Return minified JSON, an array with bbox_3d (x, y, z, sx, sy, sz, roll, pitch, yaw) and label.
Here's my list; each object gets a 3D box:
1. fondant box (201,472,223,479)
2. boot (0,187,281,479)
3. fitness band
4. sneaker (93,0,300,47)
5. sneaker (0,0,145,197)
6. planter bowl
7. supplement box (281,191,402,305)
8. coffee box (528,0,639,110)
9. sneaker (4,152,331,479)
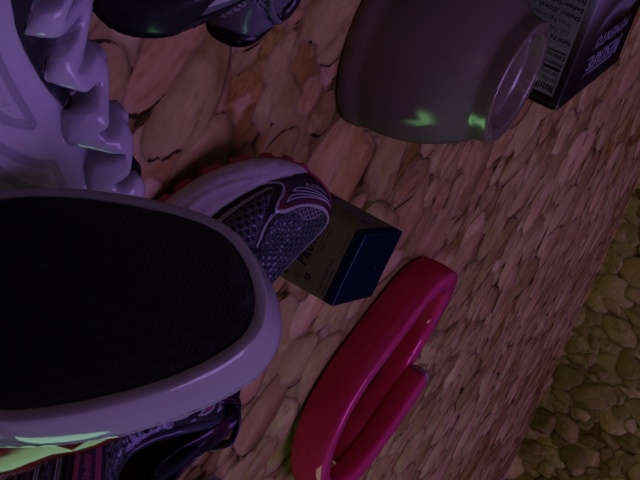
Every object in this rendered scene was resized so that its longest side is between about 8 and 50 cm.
[{"bbox_3d":[-0.168,0.355,0.919,0.330,0.096,0.238,-30,144,-59],"label":"fondant box"},{"bbox_3d":[-0.133,0.069,0.457,0.244,0.088,0.176,-11,149,-5],"label":"boot"},{"bbox_3d":[0.062,0.148,1.285,0.291,0.054,0.209,-52,159,-29],"label":"fitness band"},{"bbox_3d":[-0.038,-0.125,0.543,0.132,0.086,0.229,107,9,-47],"label":"sneaker"},{"bbox_3d":[-0.134,-0.061,0.422,0.118,0.110,0.292,-31,149,-25],"label":"sneaker"},{"bbox_3d":[0.100,-0.136,0.885,0.162,0.109,0.162,-50,159,-27],"label":"planter bowl"},{"bbox_3d":[0.000,0.000,0.858,0.056,0.083,0.083,-65,161,11],"label":"supplement box"},{"bbox_3d":[0.219,-0.277,0.972,0.168,0.119,0.297,-38,151,-51],"label":"coffee box"},{"bbox_3d":[-0.082,0.067,0.701,0.299,0.112,0.121,-50,158,-32],"label":"sneaker"}]
